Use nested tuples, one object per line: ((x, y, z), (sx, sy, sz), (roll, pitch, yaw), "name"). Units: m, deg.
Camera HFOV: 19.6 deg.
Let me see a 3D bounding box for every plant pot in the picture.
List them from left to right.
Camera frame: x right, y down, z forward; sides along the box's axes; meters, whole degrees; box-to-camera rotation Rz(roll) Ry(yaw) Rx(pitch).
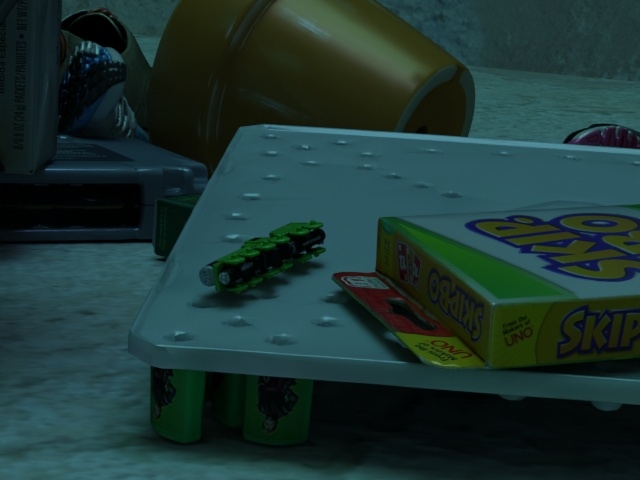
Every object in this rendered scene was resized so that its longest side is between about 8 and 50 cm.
((0.005, -0.108, 1.402), (0.188, 0.205, 0.205), (26, 19, 27), "plant pot")

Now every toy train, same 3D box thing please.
((-0.025, 0.006, 0.822), (0.024, 0.017, 0.083), (2, 14, 31), "toy train")

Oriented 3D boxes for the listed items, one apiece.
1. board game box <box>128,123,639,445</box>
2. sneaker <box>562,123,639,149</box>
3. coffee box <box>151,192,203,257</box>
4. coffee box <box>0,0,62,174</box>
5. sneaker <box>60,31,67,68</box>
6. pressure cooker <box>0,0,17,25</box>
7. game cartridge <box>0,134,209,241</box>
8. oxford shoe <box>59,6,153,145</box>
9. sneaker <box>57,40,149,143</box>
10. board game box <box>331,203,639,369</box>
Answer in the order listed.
((0.129, 0.021, 0.916), (0.390, 0.050, 0.390), (4, 17, 4), "board game box")
((0.248, -0.071, 1.620), (0.075, 0.063, 0.170), (9, 7, 39), "sneaker")
((0.000, 0.000, 1.151), (0.184, 0.040, 0.113), (12, 13, 39), "coffee box")
((-0.316, -0.136, 1.156), (0.297, 0.168, 0.119), (3, 10, 0), "coffee box")
((-0.347, -0.130, 1.386), (0.321, 0.124, 0.180), (-15, 8, -12), "sneaker")
((-0.341, -0.158, 0.893), (0.370, 0.420, 0.375), (35, 17, -8), "pressure cooker")
((-0.239, -0.039, 1.266), (0.297, 0.062, 0.198), (-1, 6, -25), "game cartridge")
((-0.179, -0.144, 1.671), (0.123, 0.130, 0.348), (5, 10, 8), "oxford shoe")
((-0.167, -0.095, 1.433), (0.083, 0.071, 0.191), (13, -21, -17), "sneaker")
((0.144, 0.015, 0.800), (0.259, 0.039, 0.124), (-6, 18, -19), "board game box")
